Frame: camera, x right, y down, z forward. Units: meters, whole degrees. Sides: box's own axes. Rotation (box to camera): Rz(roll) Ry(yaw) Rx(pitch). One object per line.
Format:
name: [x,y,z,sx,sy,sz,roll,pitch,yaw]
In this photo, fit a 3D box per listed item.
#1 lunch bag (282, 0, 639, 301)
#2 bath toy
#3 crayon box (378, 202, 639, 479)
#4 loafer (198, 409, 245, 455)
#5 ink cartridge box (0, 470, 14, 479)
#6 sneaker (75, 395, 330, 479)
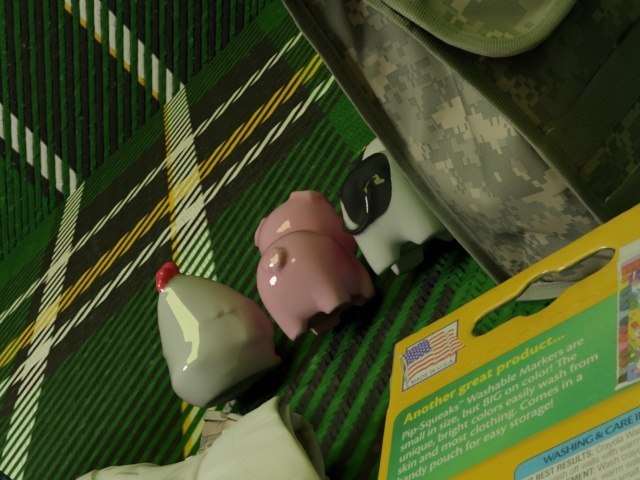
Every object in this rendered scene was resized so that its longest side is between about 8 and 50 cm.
lunch bag: [0.136,-0.141,0.643,0.235,0.287,0.169,-52,20,-21]
bath toy: [0.000,0.000,0.871,0.348,0.129,0.151,-37,-13,18]
crayon box: [0.119,0.125,0.448,0.203,0.083,0.323,-34,23,27]
loafer: [-0.063,0.155,0.822,0.125,0.045,0.039,-13,53,67]
ink cartridge box: [-0.431,0.239,0.843,0.270,0.395,0.151,-45,20,1]
sneaker: [-0.075,0.181,0.730,0.169,0.108,0.292,-31,8,-16]
